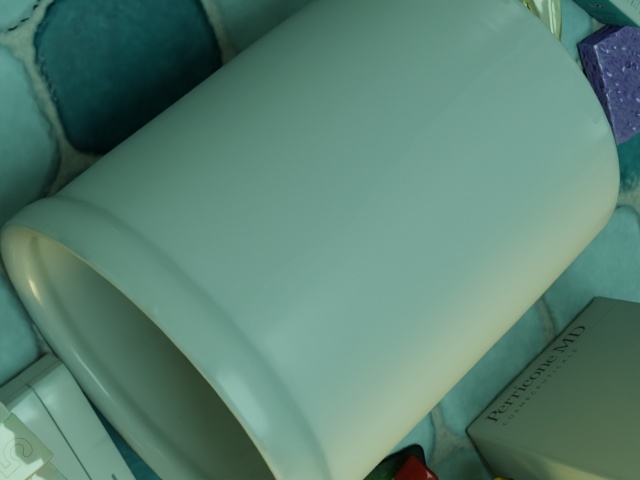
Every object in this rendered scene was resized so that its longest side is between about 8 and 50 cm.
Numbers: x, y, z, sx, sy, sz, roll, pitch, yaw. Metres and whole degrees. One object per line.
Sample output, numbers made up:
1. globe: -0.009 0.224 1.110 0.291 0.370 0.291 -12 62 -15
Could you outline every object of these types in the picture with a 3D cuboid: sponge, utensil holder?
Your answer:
1. sponge: 0.366 -0.201 1.506 0.210 0.031 0.117 -33 118 -24
2. utensil holder: 0.000 0.000 1.122 0.385 0.327 0.327 -42 121 -24

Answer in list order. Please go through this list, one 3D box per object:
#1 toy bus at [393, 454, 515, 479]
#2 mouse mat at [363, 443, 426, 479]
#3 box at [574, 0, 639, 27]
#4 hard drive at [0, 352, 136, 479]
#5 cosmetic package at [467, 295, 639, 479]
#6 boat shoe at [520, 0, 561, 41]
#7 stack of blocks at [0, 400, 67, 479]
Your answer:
1. toy bus: 0.138 0.323 1.411 0.104 0.202 0.191 27 76 -67
2. mouse mat: 0.039 0.302 1.409 0.190 0.007 0.152 -22 113 -31
3. box: 0.244 -0.309 1.376 0.244 0.060 0.100 30 83 -36
4. hard drive: -0.301 0.287 1.140 0.353 0.047 0.233 -37 119 -22
5. cosmetic package: 0.375 0.203 1.336 0.230 0.453 0.161 -42 112 -21
6. boat shoe: 0.204 -0.172 1.384 0.059 0.063 0.170 -14 99 -30
7. stack of blocks: -0.260 0.161 1.017 0.087 0.171 0.297 -45 107 -21
